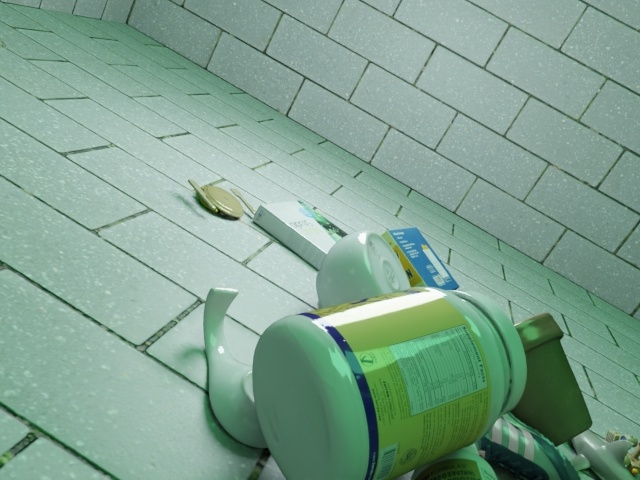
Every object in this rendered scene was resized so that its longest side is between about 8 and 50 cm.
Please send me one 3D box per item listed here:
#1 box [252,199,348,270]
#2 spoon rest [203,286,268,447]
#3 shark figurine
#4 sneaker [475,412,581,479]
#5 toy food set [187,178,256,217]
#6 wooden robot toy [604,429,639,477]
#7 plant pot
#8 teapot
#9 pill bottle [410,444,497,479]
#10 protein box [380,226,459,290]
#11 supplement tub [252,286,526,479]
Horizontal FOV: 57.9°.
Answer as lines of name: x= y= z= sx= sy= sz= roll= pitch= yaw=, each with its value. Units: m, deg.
box: x=0.000 y=0.000 z=1.596 sx=0.322 sy=0.058 sz=0.232 roll=37 pitch=21 yaw=17
spoon rest: x=-0.129 y=0.205 z=0.922 sx=0.137 sy=0.084 sz=0.276 roll=10 pitch=41 yaw=-40
shark figurine: x=0.653 y=0.485 z=1.227 sx=0.278 sy=0.116 sz=0.166 roll=40 pitch=23 yaw=32
sneaker: x=0.326 y=0.386 z=1.076 sx=0.319 sy=0.112 sz=0.131 roll=40 pitch=47 yaw=21
toy food set: x=-0.262 y=-0.099 z=1.526 sx=0.132 sy=0.038 sz=0.192 roll=47 pitch=20 yaw=25
wooden robot toy: x=0.711 y=0.498 z=1.342 sx=0.079 sy=0.076 sz=0.173 roll=12 pitch=23 yaw=-14
plant pot: x=0.424 y=0.313 z=1.196 sx=0.263 sy=0.263 sz=0.229 roll=4 pitch=51 yaw=-50
teapot: x=0.074 y=0.112 z=1.256 sx=0.256 sy=0.187 sz=0.252 roll=30 pitch=39 yaw=-53
pill bottle: x=0.197 y=0.379 z=0.830 sx=0.131 sy=0.131 sz=0.229 roll=26 pitch=20 yaw=-10
protein box: x=0.219 y=0.086 z=1.486 sx=0.201 sy=0.136 sz=0.200 roll=56 pitch=27 yaw=15
supplement tub: x=0.099 y=0.195 z=0.812 sx=0.332 sy=0.240 sz=0.241 roll=-9 pitch=39 yaw=-32
